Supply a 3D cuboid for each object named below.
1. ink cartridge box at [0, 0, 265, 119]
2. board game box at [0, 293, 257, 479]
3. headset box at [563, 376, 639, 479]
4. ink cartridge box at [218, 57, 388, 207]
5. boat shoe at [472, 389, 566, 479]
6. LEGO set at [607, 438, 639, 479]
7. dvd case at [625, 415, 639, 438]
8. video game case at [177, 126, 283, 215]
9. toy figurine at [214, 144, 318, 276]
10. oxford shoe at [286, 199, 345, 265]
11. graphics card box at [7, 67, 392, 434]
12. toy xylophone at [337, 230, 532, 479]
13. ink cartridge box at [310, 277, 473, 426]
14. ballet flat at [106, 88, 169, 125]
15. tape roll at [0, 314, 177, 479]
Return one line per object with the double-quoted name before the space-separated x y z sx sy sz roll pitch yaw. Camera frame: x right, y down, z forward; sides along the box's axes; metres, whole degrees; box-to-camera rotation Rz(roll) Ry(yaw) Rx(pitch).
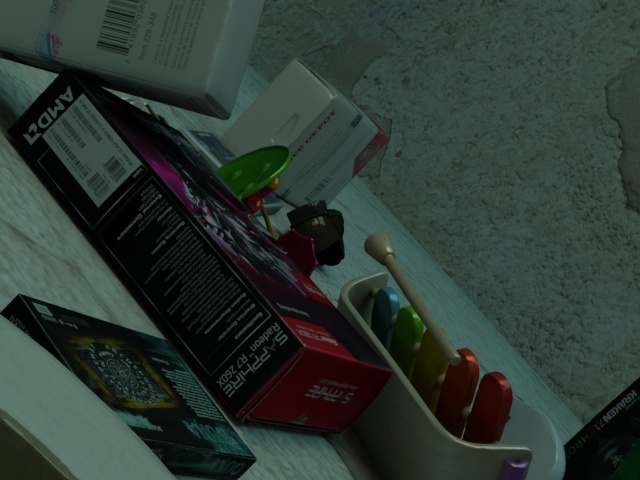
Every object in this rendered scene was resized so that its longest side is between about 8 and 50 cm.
"ink cartridge box" -0.208 -0.266 1.184 0.306 0.226 0.131 16 -3 10
"board game box" -0.126 0.104 0.841 0.126 0.026 0.186 49 8 27
"headset box" 0.494 0.380 1.824 0.131 0.246 0.283 41 10 -30
"ink cartridge box" -0.024 -0.179 2.199 0.117 0.207 0.283 47 8 23
"boat shoe" 0.299 0.300 1.782 0.102 0.108 0.301 41 1 -16
"LEGO set" 0.434 0.395 1.406 0.192 0.255 0.331 21 11 -29
"dvd case" 0.486 0.276 1.390 0.180 0.022 0.253 18 10 -42
"video game case" -0.139 -0.107 1.918 0.173 0.022 0.190 46 8 4
"toy figurine" -0.068 0.001 1.434 0.159 0.130 0.173 63 36 -22
"oxford shoe" 0.000 0.000 1.944 0.227 0.083 0.096 13 55 -79
"graphics card box" -0.109 0.014 1.166 0.371 0.094 0.233 47 9 24
"toy xylophone" 0.097 0.139 1.235 0.081 0.236 0.323 -6 44 -26
"ink cartridge box" 0.066 0.143 1.552 0.232 0.066 0.189 15 31 -30
"ballet flat" -0.236 -0.145 1.432 0.073 0.067 0.206 46 8 15
"tape roll" -0.148 0.127 0.443 0.392 0.072 0.392 44 8 -8
